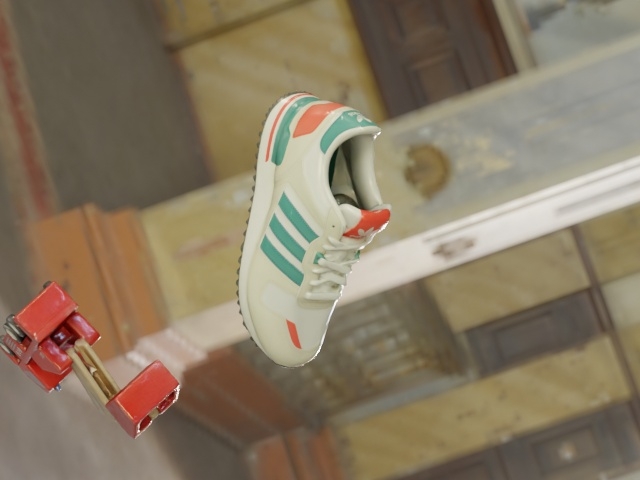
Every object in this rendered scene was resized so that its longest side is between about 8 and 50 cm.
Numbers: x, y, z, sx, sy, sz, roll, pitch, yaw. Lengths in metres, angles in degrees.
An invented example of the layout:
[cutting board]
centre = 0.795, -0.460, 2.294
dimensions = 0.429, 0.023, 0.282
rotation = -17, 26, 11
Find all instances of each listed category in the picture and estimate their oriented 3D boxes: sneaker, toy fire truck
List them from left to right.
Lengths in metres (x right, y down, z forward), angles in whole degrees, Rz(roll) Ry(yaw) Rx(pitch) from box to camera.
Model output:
[toy fire truck]
centre = -0.184, 0.098, 1.244
dimensions = 0.135, 0.047, 0.192
rotation = 46, -21, 0
[sneaker]
centre = 0.000, 0.000, 0.901
dimensions = 0.057, 0.075, 0.161
rotation = -4, 105, -44
